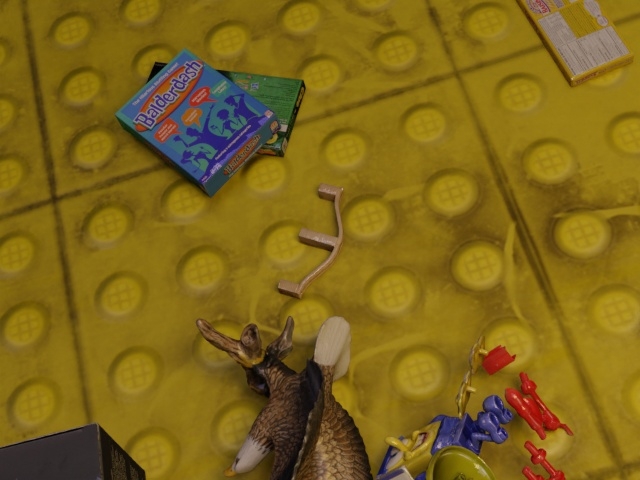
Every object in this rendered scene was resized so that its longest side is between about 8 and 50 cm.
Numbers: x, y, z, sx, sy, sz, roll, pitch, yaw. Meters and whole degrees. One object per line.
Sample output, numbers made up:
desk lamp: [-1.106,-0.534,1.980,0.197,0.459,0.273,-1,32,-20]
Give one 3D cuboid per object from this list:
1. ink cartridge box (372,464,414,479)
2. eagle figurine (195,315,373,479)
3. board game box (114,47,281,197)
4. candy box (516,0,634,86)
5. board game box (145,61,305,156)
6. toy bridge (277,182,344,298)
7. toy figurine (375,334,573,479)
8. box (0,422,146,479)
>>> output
ink cartridge box: [0.095,0.409,1.143,0.071,0.324,0.330,-29,84,-48]
eagle figurine: [-0.030,0.249,1.360,0.226,0.225,0.298,2,35,-34]
board game box: [-0.191,-0.185,1.679,0.210,0.047,0.160,37,76,26]
candy box: [0.393,-0.338,1.691,0.105,0.027,0.205,-23,60,1]
board game box: [-0.165,-0.211,1.731,0.260,0.030,0.136,10,62,16]
toy bridge: [0.000,0.000,1.586,0.063,0.026,0.188,16,66,16]
toy figurine: [0.150,0.299,1.303,0.217,0.362,0.191,-38,99,28]
box: [-0.315,0.327,1.367,0.153,0.207,0.108,-15,60,3]
